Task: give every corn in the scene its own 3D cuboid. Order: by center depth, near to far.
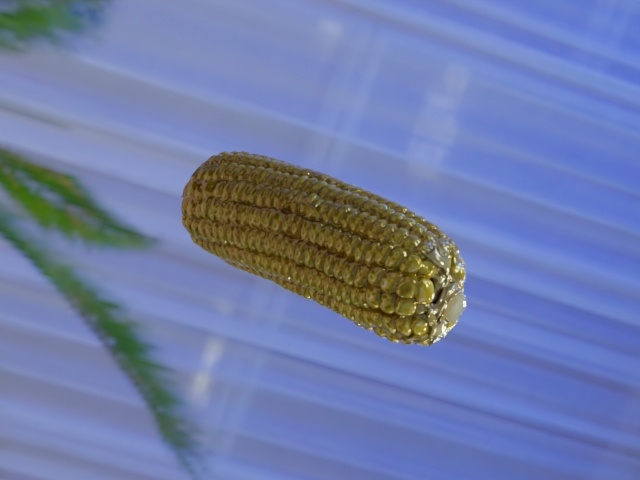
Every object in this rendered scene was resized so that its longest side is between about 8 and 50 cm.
[{"bbox_3d":[0.000,0.000,0.531,0.092,0.037,0.037,21,-84,33],"label":"corn"}]
